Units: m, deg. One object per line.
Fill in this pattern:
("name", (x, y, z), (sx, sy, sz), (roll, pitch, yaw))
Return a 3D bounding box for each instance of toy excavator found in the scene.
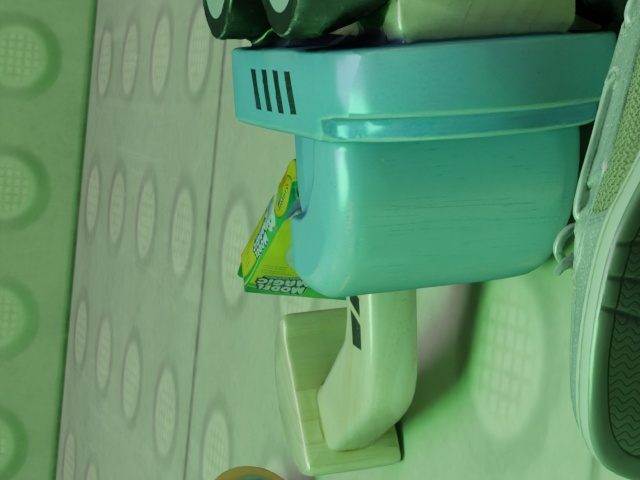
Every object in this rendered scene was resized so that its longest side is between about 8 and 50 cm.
("toy excavator", (0.042, -0.021, 0.997), (0.433, 0.222, 0.445), (-158, 65, -72))

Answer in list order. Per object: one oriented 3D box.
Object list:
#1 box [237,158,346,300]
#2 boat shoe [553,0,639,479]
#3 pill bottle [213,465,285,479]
("box", (0.000, 0.000, 1.236), (0.179, 0.105, 0.043), (122, 148, -56))
("boat shoe", (0.181, -0.046, 0.701), (0.103, 0.118, 0.320), (-161, 80, -77))
("pill bottle", (-0.090, 0.319, 1.392), (0.130, 0.130, 0.245), (-105, 27, -45))
